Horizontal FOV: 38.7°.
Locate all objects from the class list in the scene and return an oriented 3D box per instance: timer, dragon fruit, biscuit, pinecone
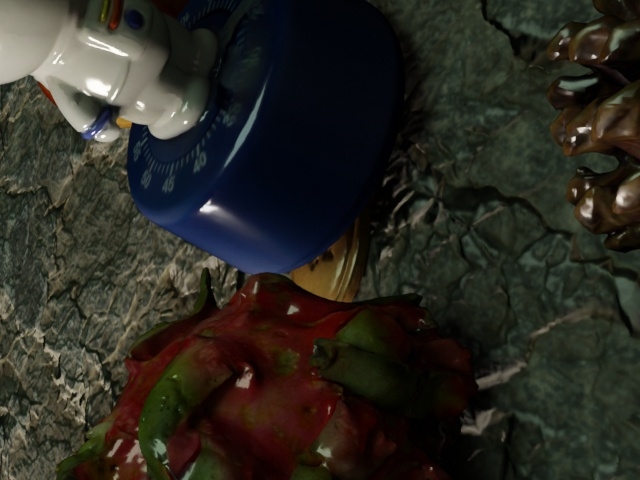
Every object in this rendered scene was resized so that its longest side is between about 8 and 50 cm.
[{"bbox_3d":[-0.151,-0.148,0.742,0.270,0.384,0.270,-30,50,42],"label":"timer"},{"bbox_3d":[-0.031,0.154,0.647,0.237,0.303,0.231,-132,23,-57],"label":"dragon fruit"},{"bbox_3d":[-0.001,0.000,0.828,0.118,0.023,0.140,-4,78,49],"label":"biscuit"},{"bbox_3d":[0.209,-0.068,0.481,0.186,0.168,0.212,-34,38,4],"label":"pinecone"}]

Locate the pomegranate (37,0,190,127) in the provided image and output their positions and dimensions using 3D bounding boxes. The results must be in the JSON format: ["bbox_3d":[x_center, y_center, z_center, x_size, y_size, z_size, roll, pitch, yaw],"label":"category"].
[{"bbox_3d":[-0.231,-0.226,1.015,0.209,0.209,0.209,-15,69,47],"label":"pomegranate"}]
